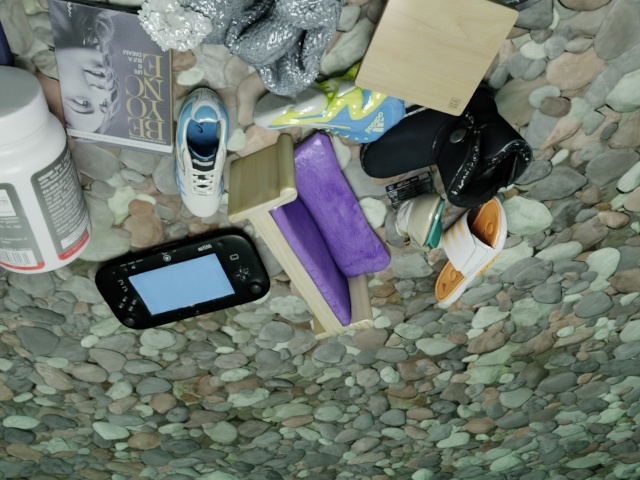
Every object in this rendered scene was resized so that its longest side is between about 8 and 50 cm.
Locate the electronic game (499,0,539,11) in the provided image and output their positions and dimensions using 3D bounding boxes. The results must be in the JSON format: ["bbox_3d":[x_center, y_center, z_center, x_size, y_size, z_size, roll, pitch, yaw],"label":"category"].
[{"bbox_3d":[0.229,-0.393,0.758,0.229,0.048,0.229,1,139,1],"label":"electronic game"}]

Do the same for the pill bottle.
[{"bbox_3d":[-0.445,-0.098,0.875,0.161,0.161,0.283,0,137,-6],"label":"pill bottle"}]

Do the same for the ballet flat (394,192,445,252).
[{"bbox_3d":[0.164,-0.029,1.015,0.086,0.086,0.248,-13,165,7],"label":"ballet flat"}]

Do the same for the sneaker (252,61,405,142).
[{"bbox_3d":[0.024,-0.186,0.901,0.240,0.091,0.126,-15,133,7],"label":"sneaker"}]

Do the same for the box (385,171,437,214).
[{"bbox_3d":[0.165,-0.081,1.061,0.083,0.018,0.067,-20,131,12],"label":"box"}]

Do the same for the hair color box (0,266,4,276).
[{"bbox_3d":[-0.717,0.029,0.970,0.347,0.174,0.105,26,125,-27],"label":"hair color box"}]

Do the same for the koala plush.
[{"bbox_3d":[-0.106,-0.288,0.734,0.221,0.196,0.203,6,142,-16],"label":"koala plush"}]

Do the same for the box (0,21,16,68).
[{"bbox_3d":[-0.500,-0.299,0.784,0.136,0.037,0.225,-2,134,-4],"label":"box"}]

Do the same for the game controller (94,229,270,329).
[{"bbox_3d":[-0.261,0.077,1.133,0.318,0.067,0.167,-16,132,8],"label":"game controller"}]

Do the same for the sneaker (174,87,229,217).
[{"bbox_3d":[-0.190,-0.123,0.943,0.085,0.086,0.237,3,133,-9],"label":"sneaker"}]

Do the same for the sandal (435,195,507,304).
[{"bbox_3d":[0.259,0.029,1.116,0.076,0.102,0.265,8,133,-17],"label":"sandal"}]

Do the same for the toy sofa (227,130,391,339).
[{"bbox_3d":[0.000,0.000,1.031,0.177,0.150,0.363,-19,131,13],"label":"toy sofa"}]

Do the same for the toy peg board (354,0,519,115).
[{"bbox_3d":[0.147,-0.273,0.795,0.161,0.079,0.161,14,134,-12],"label":"toy peg board"}]

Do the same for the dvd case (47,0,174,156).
[{"bbox_3d":[-0.297,-0.229,0.864,0.164,0.018,0.221,10,132,-2],"label":"dvd case"}]

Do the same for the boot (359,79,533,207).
[{"bbox_3d":[0.174,-0.124,0.894,0.246,0.207,0.094,-29,127,20],"label":"boot"}]
